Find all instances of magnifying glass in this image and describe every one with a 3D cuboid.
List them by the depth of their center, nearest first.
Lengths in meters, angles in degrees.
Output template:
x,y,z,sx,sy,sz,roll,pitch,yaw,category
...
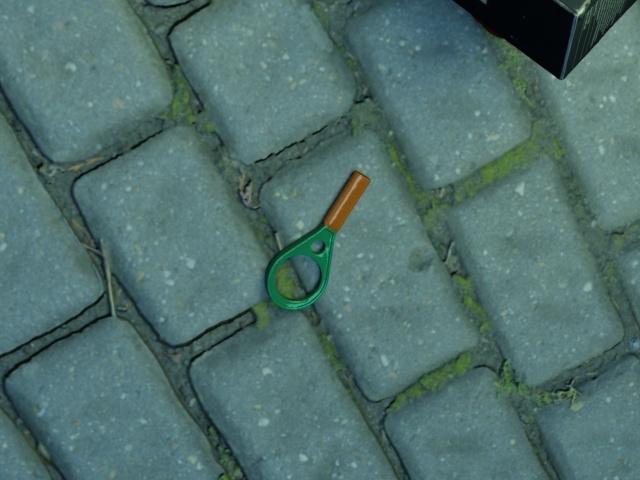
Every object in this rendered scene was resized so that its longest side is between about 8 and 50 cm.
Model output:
x,y,z,sx,sy,sz,roll,pitch,yaw,category
0.000,0.000,2.032,0.092,0.026,0.231,30,100,-22,magnifying glass

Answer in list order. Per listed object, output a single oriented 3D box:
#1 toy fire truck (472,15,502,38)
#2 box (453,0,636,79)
x,y,z,sx,sy,sz,roll,pitch,yaw,category
0.306,-0.434,1.903,0.302,0.169,0.253,-27,95,-6,toy fire truck
0.280,-0.439,1.743,0.343,0.179,0.312,40,78,16,box
